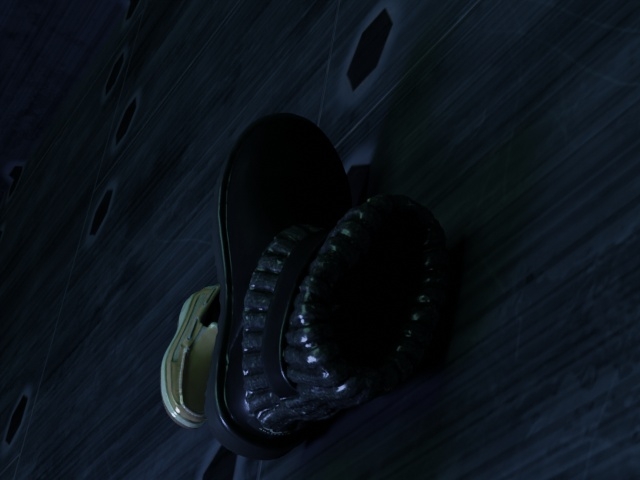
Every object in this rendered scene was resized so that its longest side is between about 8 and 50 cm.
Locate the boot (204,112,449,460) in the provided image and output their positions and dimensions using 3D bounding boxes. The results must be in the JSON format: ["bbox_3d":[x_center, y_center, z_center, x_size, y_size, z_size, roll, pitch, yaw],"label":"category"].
[{"bbox_3d":[0.004,0.002,1.207,0.260,0.131,0.348,132,144,-57],"label":"boot"}]

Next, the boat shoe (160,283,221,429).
[{"bbox_3d":[-0.124,0.114,1.532,0.072,0.068,0.190,-38,32,33],"label":"boat shoe"}]
